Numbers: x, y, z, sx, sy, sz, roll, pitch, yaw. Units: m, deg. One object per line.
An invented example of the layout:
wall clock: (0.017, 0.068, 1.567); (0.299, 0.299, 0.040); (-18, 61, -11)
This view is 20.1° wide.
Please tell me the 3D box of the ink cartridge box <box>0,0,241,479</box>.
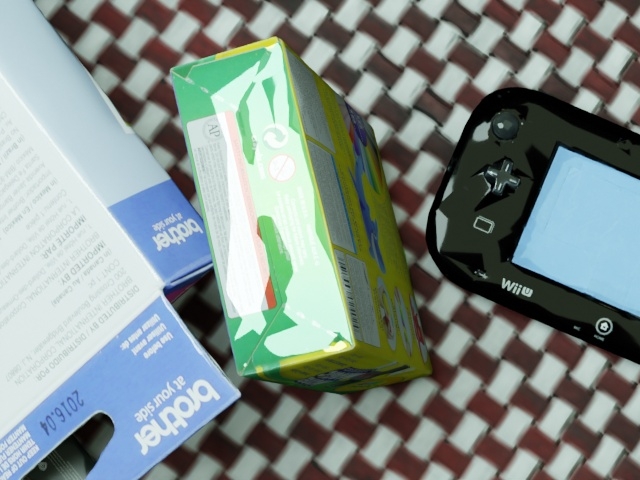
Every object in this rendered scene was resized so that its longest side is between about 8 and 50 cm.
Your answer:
ink cartridge box: (-0.170, -0.019, 0.771); (0.186, 0.065, 0.311); (-41, 82, 31)

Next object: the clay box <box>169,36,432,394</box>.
clay box: (0.000, 0.000, 0.795); (0.053, 0.222, 0.127); (-15, 80, 9)

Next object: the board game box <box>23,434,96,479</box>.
board game box: (-0.132, 0.169, 0.835); (0.126, 0.026, 0.186); (-38, 85, -12)

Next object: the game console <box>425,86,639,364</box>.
game console: (0.222, 0.048, 0.889); (0.361, 0.044, 0.213); (23, 77, -1)
